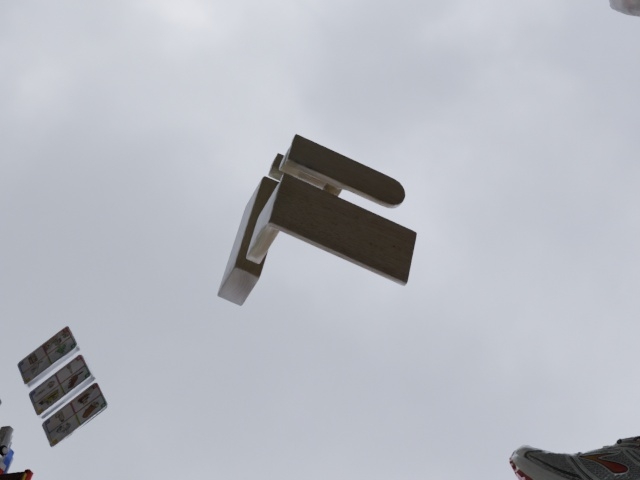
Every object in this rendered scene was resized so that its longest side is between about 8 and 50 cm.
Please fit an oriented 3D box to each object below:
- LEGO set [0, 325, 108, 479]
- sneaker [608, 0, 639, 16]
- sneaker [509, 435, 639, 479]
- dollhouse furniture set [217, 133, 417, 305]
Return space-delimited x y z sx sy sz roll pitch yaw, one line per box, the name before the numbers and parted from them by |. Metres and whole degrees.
LEGO set | -0.348 0.225 1.483 0.244 0.060 0.182 -38 -145 -4
sneaker | 0.315 -0.234 0.805 0.302 0.121 0.108 -16 -151 2
sneaker | 0.280 0.229 1.232 0.225 0.088 0.093 10 -119 41
dollhouse furniture set | 0.000 0.000 1.149 0.123 0.151 0.144 24 -132 -10
